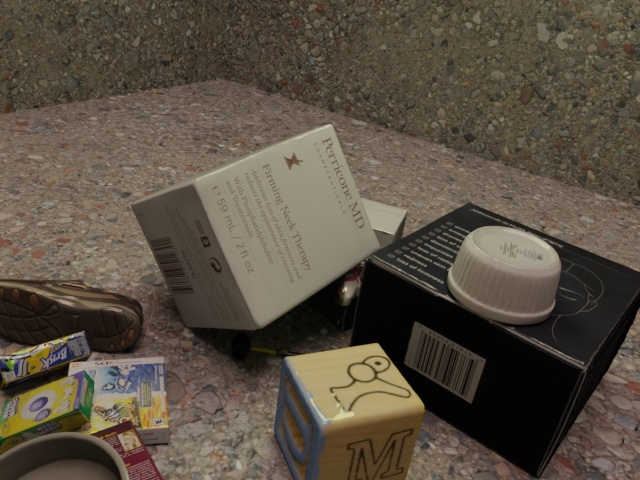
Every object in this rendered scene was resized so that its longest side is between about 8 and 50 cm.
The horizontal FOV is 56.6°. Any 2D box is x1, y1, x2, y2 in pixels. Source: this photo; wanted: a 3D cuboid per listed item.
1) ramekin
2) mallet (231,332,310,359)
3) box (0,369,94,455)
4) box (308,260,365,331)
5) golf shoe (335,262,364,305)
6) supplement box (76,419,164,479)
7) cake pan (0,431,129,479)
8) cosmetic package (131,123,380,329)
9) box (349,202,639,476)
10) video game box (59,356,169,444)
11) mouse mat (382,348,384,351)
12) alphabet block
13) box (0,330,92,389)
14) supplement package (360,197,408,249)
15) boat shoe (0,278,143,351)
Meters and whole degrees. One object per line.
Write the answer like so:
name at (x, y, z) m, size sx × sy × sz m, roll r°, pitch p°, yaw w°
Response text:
ramekin at (0.356, 0.057, 1.138) m, size 0.207 × 0.109 × 0.207 m, roll 7°, pitch 28°, yaw -4°
mallet at (-0.109, 0.247, 1.353) m, size 0.190 × 0.039 × 0.062 m, roll 8°, pitch 24°, yaw -12°
box at (-0.497, 0.306, 1.050) m, size 0.179 × 0.043 × 0.105 m, roll -23°, pitch 32°, yaw -2°
box at (0.097, 0.132, 1.551) m, size 0.207 × 0.108 × 0.153 m, roll -13°, pitch 35°, yaw -36°
golf shoe at (0.086, 0.100, 1.419) m, size 0.086 × 0.067 × 0.186 m, roll 16°, pitch 29°, yaw 7°
supplement box at (-0.321, 0.391, 0.952) m, size 0.104 × 0.080 × 0.188 m, roll -12°, pitch 34°, yaw -34°
cake pan at (-0.398, 0.410, 0.824) m, size 0.293 × 0.054 × 0.293 m, roll -8°, pitch 40°, yaw 7°
cosmetic package at (-0.147, -0.030, 1.373) m, size 0.394 × 0.329 × 0.327 m, roll -31°, pitch 13°, yaw -37°
box at (0.402, 0.175, 1.351) m, size 0.480 × 0.297 × 0.472 m, roll 28°, pitch 35°, yaw 31°
video game box at (-0.389, 0.306, 1.136) m, size 0.187 × 0.048 × 0.205 m, roll -3°, pitch 29°, yaw -16°
mouse mat at (0.032, 0.265, 1.213) m, size 0.153 × 0.189 × 0.007 m, roll -4°, pitch 62°, yaw -24°
alphabet block at (0.043, 0.323, 1.072) m, size 0.197 × 0.193 × 0.192 m, roll -4°, pitch 31°, yaw -23°
box at (-0.552, 0.238, 1.186) m, size 0.169 × 0.059 × 0.054 m, roll -15°, pitch 75°, yaw -39°
supplement package at (0.140, -0.018, 1.806) m, size 0.194 × 0.149 × 0.203 m, roll 16°, pitch 28°, yaw 13°
boat shoe at (-0.567, 0.155, 1.315) m, size 0.355 × 0.132 × 0.130 m, roll 15°, pitch 17°, yaw -6°
